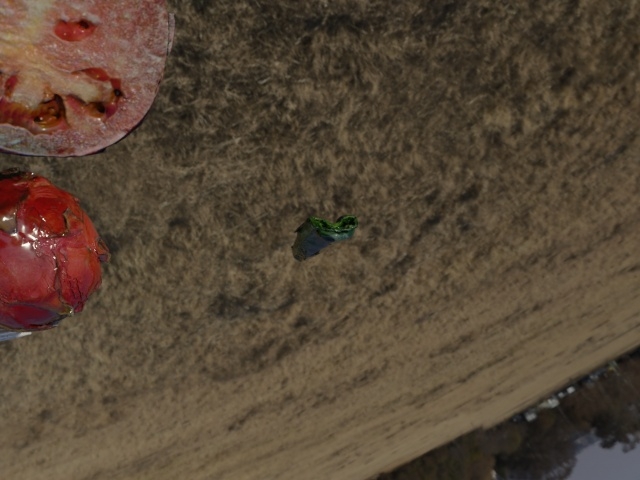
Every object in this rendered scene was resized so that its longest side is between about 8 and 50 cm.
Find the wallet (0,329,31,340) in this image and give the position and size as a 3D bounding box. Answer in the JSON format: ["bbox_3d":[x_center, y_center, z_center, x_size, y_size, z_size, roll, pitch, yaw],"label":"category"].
[{"bbox_3d":[-0.801,0.231,1.359,0.124,0.031,0.183,-9,176,30],"label":"wallet"}]

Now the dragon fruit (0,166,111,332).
[{"bbox_3d":[-0.553,0.016,1.048,0.296,0.295,0.301,-35,121,12],"label":"dragon fruit"}]

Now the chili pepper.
[{"bbox_3d":[0.000,-0.003,1.193,0.108,0.062,0.216,-3,165,-27],"label":"chili pepper"}]

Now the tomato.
[{"bbox_3d":[-0.244,-0.181,0.492,0.225,0.085,0.224,-18,131,-22],"label":"tomato"}]
